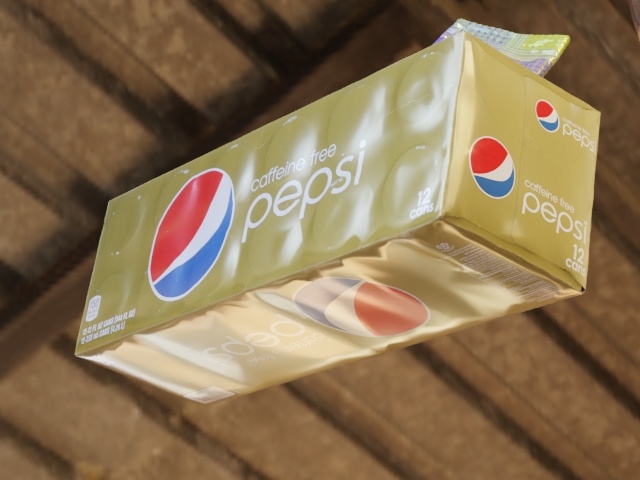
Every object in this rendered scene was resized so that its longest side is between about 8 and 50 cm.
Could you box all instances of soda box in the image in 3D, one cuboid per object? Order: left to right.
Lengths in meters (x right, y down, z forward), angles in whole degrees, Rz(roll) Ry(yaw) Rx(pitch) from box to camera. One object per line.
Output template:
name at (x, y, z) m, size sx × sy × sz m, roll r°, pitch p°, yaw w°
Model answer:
soda box at (0.000, 0.000, 0.540) m, size 0.058 × 0.061 × 0.181 m, roll 27°, pitch -30°, yaw -33°

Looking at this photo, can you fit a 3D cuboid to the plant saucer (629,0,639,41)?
plant saucer at (0.257, -0.226, 0.873) m, size 0.310 × 0.050 × 0.310 m, roll -41°, pitch -11°, yaw -10°

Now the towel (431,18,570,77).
towel at (0.066, -0.073, 0.763) m, size 0.083 × 0.060 × 0.009 m, roll -43°, pitch -43°, yaw -39°
